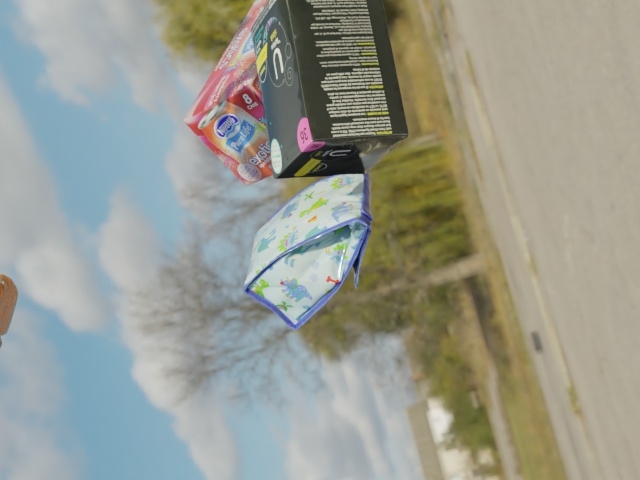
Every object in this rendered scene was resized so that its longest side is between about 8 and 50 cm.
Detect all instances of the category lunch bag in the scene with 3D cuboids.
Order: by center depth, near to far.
[{"bbox_3d":[0.000,0.000,1.338,0.096,0.151,0.129,37,-156,-18],"label":"lunch bag"}]

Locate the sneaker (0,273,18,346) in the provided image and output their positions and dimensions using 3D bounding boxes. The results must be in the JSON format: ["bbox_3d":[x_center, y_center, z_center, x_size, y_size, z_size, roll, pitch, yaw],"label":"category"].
[{"bbox_3d":[-0.507,0.155,1.540,0.124,0.180,0.321,-13,-54,-81],"label":"sneaker"}]

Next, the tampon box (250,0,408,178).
[{"bbox_3d":[0.005,-0.153,1.203,0.120,0.101,0.161,140,123,-66],"label":"tampon box"}]

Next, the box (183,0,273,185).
[{"bbox_3d":[-0.044,-0.207,1.537,0.122,0.128,0.257,46,-134,-24],"label":"box"}]
